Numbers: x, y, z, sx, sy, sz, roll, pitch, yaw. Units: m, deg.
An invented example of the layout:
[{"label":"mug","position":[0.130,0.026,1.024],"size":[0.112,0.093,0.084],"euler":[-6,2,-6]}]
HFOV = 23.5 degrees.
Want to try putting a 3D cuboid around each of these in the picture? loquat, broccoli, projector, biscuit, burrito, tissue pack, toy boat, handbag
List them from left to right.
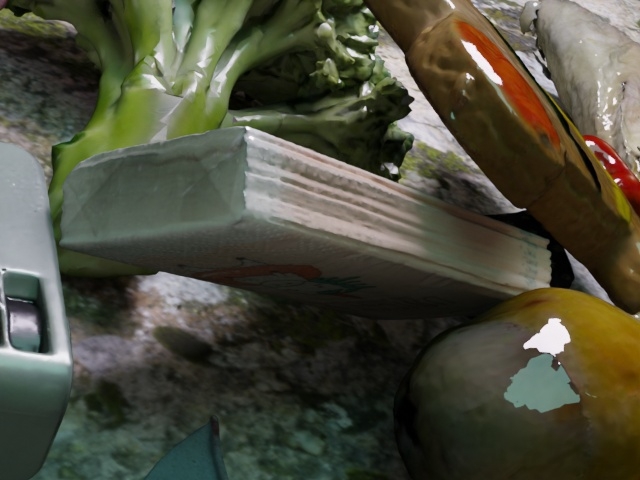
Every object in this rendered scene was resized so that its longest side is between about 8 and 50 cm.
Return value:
[{"label":"projector","position":[-0.267,0.031,0.941],"size":[0.198,0.108,0.250],"euler":[9,33,-23]},{"label":"broccoli","position":[-0.144,-0.153,1.231],"size":[0.353,0.274,0.397],"euler":[32,47,28]},{"label":"toy boat","position":[-0.080,0.155,0.965],"size":[0.096,0.034,0.122],"euler":[11,26,-22]},{"label":"tissue pack","position":[0.000,0.000,1.044],"size":[0.325,0.170,0.071],"euler":[17,71,-48]},{"label":"handbag","position":[0.126,0.025,1.268],"size":[0.139,0.072,0.115],"euler":[3,35,-9]},{"label":"biscuit","position":[0.159,-0.100,1.216],"size":[0.394,0.076,0.368],"euler":[40,16,-44]},{"label":"loquat","position":[0.152,0.120,1.031],"size":[0.227,0.179,0.179],"euler":[-11,46,-48]},{"label":"burrito","position":[0.324,-0.111,1.563],"size":[0.175,0.107,0.347],"euler":[23,30,-34]}]

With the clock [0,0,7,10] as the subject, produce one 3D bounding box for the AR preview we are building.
[{"label":"clock","position":[-0.383,-0.336,1.160],"size":[0.368,0.250,0.376],"euler":[25,19,-46]}]
